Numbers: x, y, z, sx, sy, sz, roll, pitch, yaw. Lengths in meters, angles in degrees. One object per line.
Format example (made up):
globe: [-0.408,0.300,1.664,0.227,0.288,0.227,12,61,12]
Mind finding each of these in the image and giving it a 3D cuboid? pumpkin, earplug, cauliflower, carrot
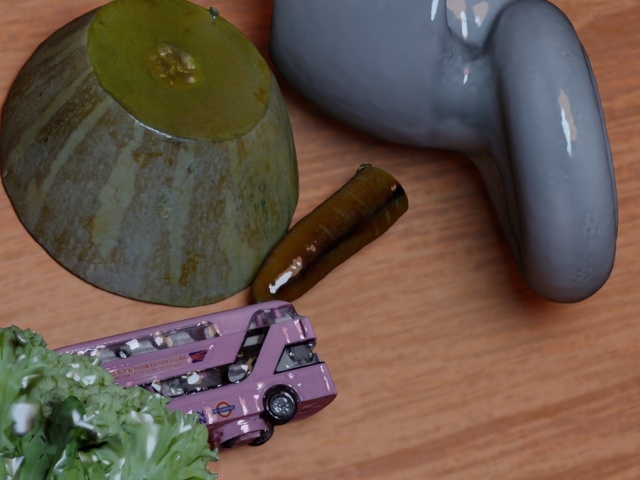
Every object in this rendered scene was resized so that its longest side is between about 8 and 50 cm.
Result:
pumpkin: [-0.100,-0.077,1.321,0.217,0.110,0.217,8,62,-16]
earplug: [0.099,-0.100,1.370,0.175,0.214,0.325,-40,83,-4]
cauliflower: [-0.167,0.182,1.078,0.275,0.250,0.272,-5,91,-3]
carrot: [0.000,0.000,1.359,0.139,0.048,0.048,-39,87,-32]

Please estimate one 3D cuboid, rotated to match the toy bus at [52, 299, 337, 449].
toy bus: [-0.093,0.098,1.269,0.203,0.063,0.090,-11,72,-26]
